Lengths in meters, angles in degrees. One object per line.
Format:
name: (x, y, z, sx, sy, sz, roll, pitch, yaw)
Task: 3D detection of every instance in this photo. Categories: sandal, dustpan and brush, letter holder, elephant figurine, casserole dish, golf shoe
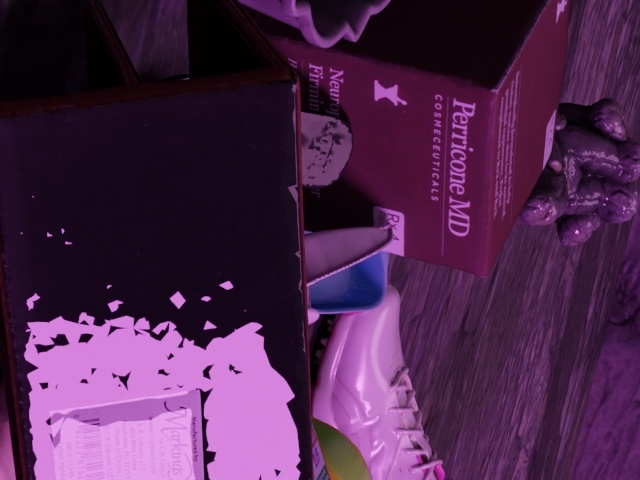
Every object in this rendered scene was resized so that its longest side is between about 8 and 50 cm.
sandal: (-0.047, -0.063, 1.243, 0.179, 0.040, 0.067, 5, 110, -35)
dustpan and brush: (-0.053, 0.043, 1.287, 0.211, 0.147, 0.060, 2, 63, -53)
letter holder: (-0.104, 0.022, 1.072, 0.214, 0.152, 0.302, -121, -154, -60)
elephant figurine: (0.209, -0.077, 2.019, 0.239, 0.186, 0.169, -5, 75, -45)
casserole dish: (0.000, 0.000, 1.510, 0.188, 0.037, 0.114, -1, 85, -64)
golf shoe: (0.058, 0.178, 1.774, 0.115, 0.140, 0.306, -41, 142, -58)

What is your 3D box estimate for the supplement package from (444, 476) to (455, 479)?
supplement package: (0.152, 0.355, 2.013, 0.204, 0.262, 0.145, -29, 133, -67)

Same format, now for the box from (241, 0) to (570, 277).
box: (0.050, -0.108, 1.377, 0.167, 0.203, 0.168, -57, 155, -44)

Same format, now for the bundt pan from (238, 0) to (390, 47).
bundt pan: (-0.011, -0.285, 1.156, 0.331, 0.124, 0.331, 15, 90, -72)

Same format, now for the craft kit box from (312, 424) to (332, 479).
craft kit box: (-0.029, 0.201, 1.384, 0.250, 0.061, 0.246, -43, 112, -80)

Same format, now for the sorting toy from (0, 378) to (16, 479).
sorting toy: (-0.141, 0.099, 1.239, 0.208, 0.038, 0.193, 83, 28, -52)

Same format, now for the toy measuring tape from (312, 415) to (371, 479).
toy measuring tape: (-0.010, 0.147, 1.572, 0.121, 0.121, 0.330, -45, 147, -58)
